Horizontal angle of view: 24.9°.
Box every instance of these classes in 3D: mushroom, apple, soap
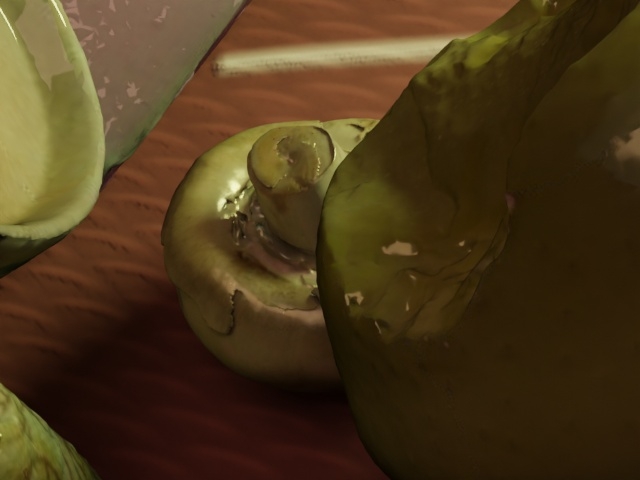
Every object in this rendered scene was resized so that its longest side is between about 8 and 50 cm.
[{"bbox_3d":[0.000,0.000,0.707,0.154,0.122,0.154,-5,51,6],"label":"mushroom"},{"bbox_3d":[0.138,0.001,0.566,0.279,0.279,0.279,-7,59,11],"label":"apple"},{"bbox_3d":[-0.169,-0.170,0.806,0.259,0.081,0.181,37,77,-5],"label":"soap"}]

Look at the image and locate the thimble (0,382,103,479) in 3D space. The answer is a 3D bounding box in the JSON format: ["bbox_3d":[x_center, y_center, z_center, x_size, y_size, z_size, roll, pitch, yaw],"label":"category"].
[{"bbox_3d":[-0.189,0.152,0.653,0.190,0.143,0.137,-42,59,-11],"label":"thimble"}]

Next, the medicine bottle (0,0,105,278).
[{"bbox_3d":[-0.327,-0.008,0.687,0.406,0.235,0.236,-31,54,22],"label":"medicine bottle"}]
